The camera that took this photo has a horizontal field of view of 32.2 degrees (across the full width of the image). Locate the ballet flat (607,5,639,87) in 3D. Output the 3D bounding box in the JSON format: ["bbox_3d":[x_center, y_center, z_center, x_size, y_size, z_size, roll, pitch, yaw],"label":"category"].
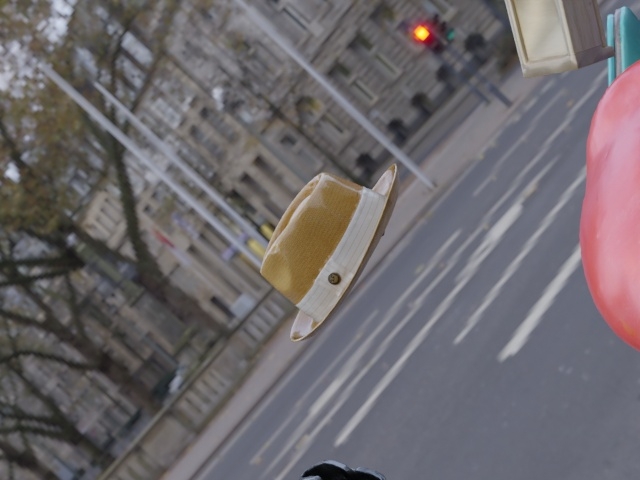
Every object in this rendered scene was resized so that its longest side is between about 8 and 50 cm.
[{"bbox_3d":[0.265,-0.057,0.858,0.087,0.247,0.083,2,15,20],"label":"ballet flat"}]

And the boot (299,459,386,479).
[{"bbox_3d":[0.032,0.271,1.035,0.083,0.161,0.246,-35,8,-27],"label":"boot"}]

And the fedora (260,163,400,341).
[{"bbox_3d":[0.000,0.000,1.034,0.194,0.079,0.194,-59,6,11],"label":"fedora"}]

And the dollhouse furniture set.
[{"bbox_3d":[0.103,-0.189,0.633,0.101,0.182,0.161,-22,13,-29],"label":"dollhouse furniture set"}]

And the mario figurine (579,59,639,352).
[{"bbox_3d":[0.244,-0.005,0.464,0.320,0.198,0.170,-16,12,-36],"label":"mario figurine"}]
